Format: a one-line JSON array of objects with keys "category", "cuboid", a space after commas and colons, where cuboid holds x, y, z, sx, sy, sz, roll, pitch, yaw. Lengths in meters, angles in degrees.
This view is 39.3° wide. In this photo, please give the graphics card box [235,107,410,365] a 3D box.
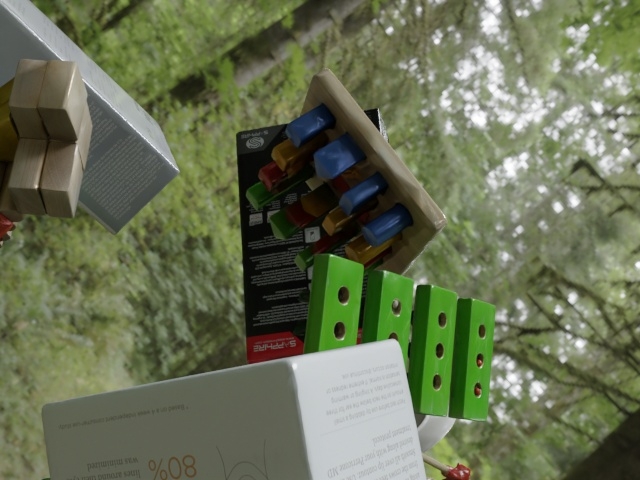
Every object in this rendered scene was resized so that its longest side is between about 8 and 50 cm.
[{"category": "graphics card box", "cuboid": [0.000, 0.000, 1.336, 0.094, 0.233, 0.371, 50, 32, -68]}]

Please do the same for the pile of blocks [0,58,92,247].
[{"category": "pile of blocks", "cuboid": [-0.312, -0.028, 0.712, 0.149, 0.112, 0.362, 24, -34, -36]}]

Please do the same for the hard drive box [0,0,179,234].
[{"category": "hard drive box", "cuboid": [-0.253, -0.137, 0.837, 0.232, 0.089, 0.181, 46, 3, -26]}]

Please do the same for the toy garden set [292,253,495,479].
[{"category": "toy garden set", "cuboid": [0.055, 0.134, 0.738, 0.049, 0.203, 0.244, -3, -14, 41]}]

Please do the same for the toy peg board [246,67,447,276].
[{"category": "toy peg board", "cuboid": [0.009, -0.031, 0.768, 0.161, 0.079, 0.160, 53, -19, 10]}]

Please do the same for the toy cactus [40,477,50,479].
[{"category": "toy cactus", "cuboid": [-0.287, 0.332, 0.980, 0.180, 0.112, 0.219, 21, 62, -57]}]

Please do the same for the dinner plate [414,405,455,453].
[{"category": "dinner plate", "cuboid": [0.068, 0.196, 0.879, 0.017, 0.141, 0.141, 59, -12, -4]}]

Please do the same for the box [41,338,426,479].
[{"category": "box", "cuboid": [-0.026, 0.137, 0.366, 0.091, 0.130, 0.170, 2, 76, -60]}]
